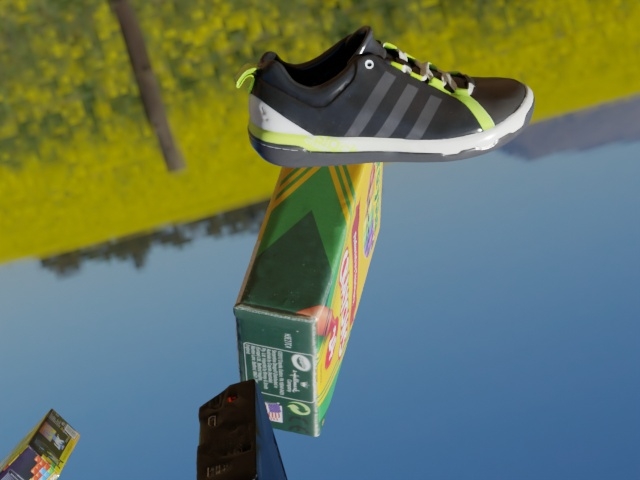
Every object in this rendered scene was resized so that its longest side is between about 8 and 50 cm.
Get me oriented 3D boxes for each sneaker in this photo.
[{"bbox_3d":[0.053,-0.115,1.288,0.235,0.097,0.084,-7,-154,-10],"label":"sneaker"}]

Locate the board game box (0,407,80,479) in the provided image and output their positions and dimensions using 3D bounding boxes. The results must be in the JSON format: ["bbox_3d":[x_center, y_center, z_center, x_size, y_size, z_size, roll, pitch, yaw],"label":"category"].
[{"bbox_3d":[-0.320,0.253,1.734,0.141,0.048,0.170,-44,-175,3],"label":"board game box"}]

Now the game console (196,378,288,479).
[{"bbox_3d":[-0.026,0.252,0.956,0.044,0.213,0.361,-13,-154,4],"label":"game console"}]

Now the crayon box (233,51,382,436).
[{"bbox_3d":[0.000,0.000,1.620,0.081,0.318,0.202,10,144,9],"label":"crayon box"}]
